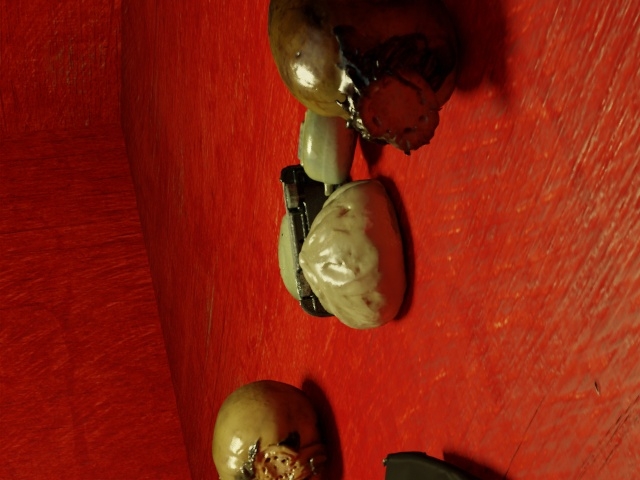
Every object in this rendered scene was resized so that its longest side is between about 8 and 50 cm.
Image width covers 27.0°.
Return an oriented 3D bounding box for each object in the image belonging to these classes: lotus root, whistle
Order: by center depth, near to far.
[{"bbox_3d":[0.034,-0.194,1.253,0.314,0.169,0.141,-118,37,-57],"label":"lotus root"},{"bbox_3d":[0.015,-0.173,1.524,0.126,0.067,0.258,-69,-13,-68],"label":"whistle"},{"bbox_3d":[-0.078,0.298,2.003,0.310,0.182,0.183,-120,25,-84],"label":"lotus root"}]

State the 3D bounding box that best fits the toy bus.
[{"bbox_3d":[0.000,0.000,1.683,0.089,0.087,0.194,150,112,-83],"label":"toy bus"}]

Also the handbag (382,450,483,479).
[{"bbox_3d":[0.133,0.331,1.321,0.247,0.080,0.223,180,91,-72],"label":"handbag"}]

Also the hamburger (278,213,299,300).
[{"bbox_3d":[-0.017,0.025,1.804,0.133,0.062,0.140,-113,23,-46],"label":"hamburger"}]

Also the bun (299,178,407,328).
[{"bbox_3d":[0.029,0.017,1.526,0.183,0.102,0.183,176,90,-76],"label":"bun"}]
